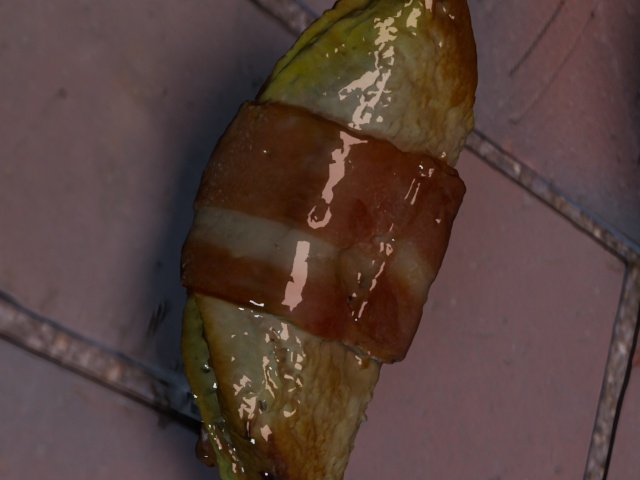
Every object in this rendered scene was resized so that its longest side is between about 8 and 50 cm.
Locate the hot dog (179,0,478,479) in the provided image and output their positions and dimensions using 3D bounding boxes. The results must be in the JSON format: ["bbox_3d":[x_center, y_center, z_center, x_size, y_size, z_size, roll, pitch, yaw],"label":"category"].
[{"bbox_3d":[-0.005,-0.003,0.631,0.123,0.093,0.262,29,81,-45],"label":"hot dog"}]
